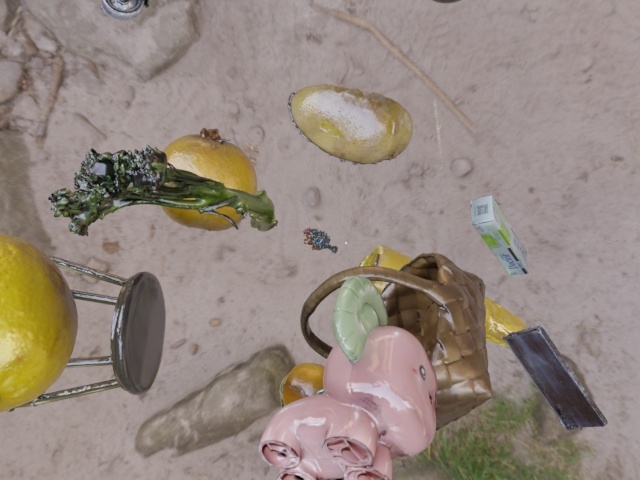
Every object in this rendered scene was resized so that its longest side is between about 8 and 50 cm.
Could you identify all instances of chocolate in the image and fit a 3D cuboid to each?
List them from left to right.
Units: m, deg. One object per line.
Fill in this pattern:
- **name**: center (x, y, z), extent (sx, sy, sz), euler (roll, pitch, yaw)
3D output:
- **chocolate**: center (0.301, 0.161, 1.765), extent (0.445, 0.162, 0.162), euler (23, 91, -9)

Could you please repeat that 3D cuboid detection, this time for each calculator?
- **calculator**: center (0.526, 0.313, 1.586), extent (0.021, 0.161, 0.262), euler (-32, 86, -21)

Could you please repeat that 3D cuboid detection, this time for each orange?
- **orange**: center (-0.018, 0.345, 1.557), extent (0.134, 0.156, 0.157), euler (-21, 89, -41)

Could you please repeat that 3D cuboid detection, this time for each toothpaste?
- **toothpaste**: center (0.499, -0.006, 1.940), extent (0.067, 0.336, 0.081), euler (-13, 57, 28)

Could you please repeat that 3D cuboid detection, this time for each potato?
- **potato**: center (0.070, -0.221, 1.337), extent (0.261, 0.100, 0.120), euler (15, 65, -14)

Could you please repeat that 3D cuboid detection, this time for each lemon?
- **lemon**: center (-0.546, 0.135, 1.154), extent (0.297, 0.297, 0.297), euler (0, 90, 2)

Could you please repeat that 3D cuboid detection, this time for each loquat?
- **loquat**: center (-0.306, -0.165, 1.866), extent (0.274, 0.275, 0.275), euler (0, 90, 2)

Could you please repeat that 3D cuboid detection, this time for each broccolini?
- **broccolini**: center (-0.118, -0.024, 0.593), extent (0.123, 0.271, 0.062), euler (3, 85, 20)

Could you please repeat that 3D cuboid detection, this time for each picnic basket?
- **picnic basket**: center (0.123, 0.158, 1.271), extent (0.337, 0.337, 0.293), euler (43, 130, 2)

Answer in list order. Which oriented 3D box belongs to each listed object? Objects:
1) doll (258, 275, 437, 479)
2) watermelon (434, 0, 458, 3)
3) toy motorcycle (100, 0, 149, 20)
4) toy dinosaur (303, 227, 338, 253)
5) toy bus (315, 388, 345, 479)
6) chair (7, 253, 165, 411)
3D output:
- **doll**: center (0.058, 0.214, 1.004), extent (0.216, 0.268, 0.284), euler (-9, 124, 26)
- **watermelon**: center (0.326, -0.696, 1.733), extent (0.188, 0.188, 0.215), euler (32, 124, 2)
- **toy motorcycle**: center (-0.374, -0.542, 1.230), extent (0.127, 0.205, 0.275), euler (-32, 84, -27)
- **toy dinosaur**: center (0.000, 0.000, 1.777), extent (0.055, 0.154, 0.049), euler (-1, 71, 33)
- **toy bus**: center (0.051, 0.424, 1.340), extent (0.133, 0.271, 0.165), euler (-15, 126, 24)
- **chair**: center (-0.625, 0.222, 1.767), extent (0.410, 0.362, 0.365), euler (2, 64, 6)
